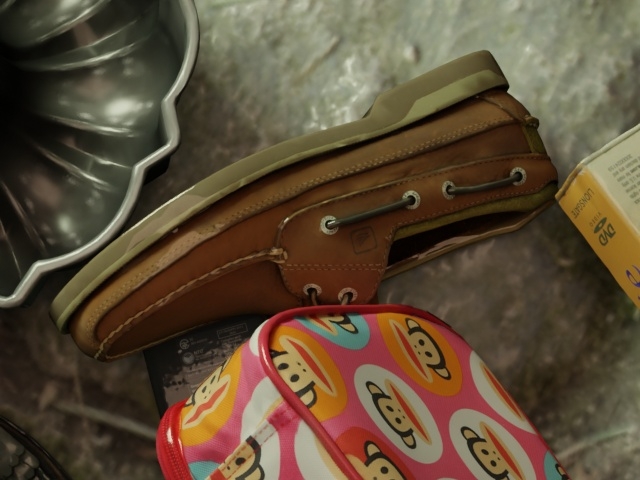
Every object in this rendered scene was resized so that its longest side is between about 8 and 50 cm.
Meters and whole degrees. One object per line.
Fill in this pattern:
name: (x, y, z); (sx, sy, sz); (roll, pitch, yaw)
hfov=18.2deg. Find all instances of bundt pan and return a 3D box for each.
bundt pan: (-0.228, -0.100, 1.172); (0.331, 0.124, 0.331); (0, 78, 2)

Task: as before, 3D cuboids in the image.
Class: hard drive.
hard drive: (-0.059, 0.056, 1.183); (0.094, 0.022, 0.135); (-15, 78, -2)

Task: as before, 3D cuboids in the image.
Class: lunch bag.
lunch bag: (0.072, 0.168, 1.052); (0.120, 0.258, 0.293); (-43, 68, 27)

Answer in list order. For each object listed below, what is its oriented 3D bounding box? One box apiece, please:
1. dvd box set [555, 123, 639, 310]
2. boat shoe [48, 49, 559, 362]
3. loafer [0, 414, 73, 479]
dvd box set: (0.376, 0.056, 1.116); (0.307, 0.062, 0.420); (-33, 78, -19)
boat shoe: (0.000, 0.000, 1.129); (0.307, 0.111, 0.104); (-29, 81, -15)
loafer: (-0.251, 0.112, 1.145); (0.267, 0.084, 0.096); (34, 81, 9)
